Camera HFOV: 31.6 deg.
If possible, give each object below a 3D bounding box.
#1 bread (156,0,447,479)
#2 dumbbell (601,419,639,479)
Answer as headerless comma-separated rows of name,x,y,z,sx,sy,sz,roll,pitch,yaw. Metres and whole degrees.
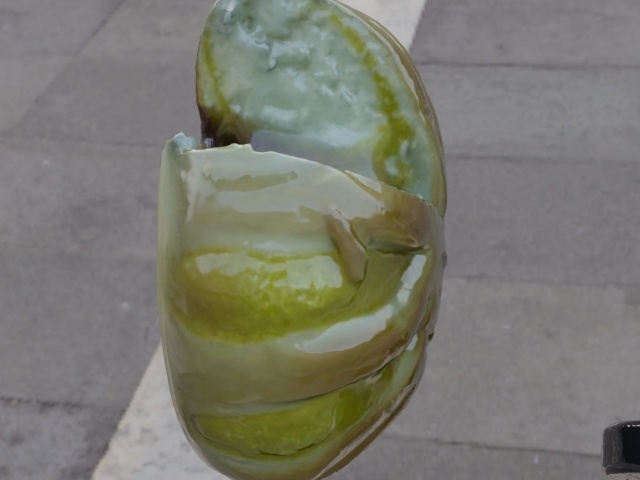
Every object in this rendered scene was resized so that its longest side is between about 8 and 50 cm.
bread,0.000,0.000,0.714,0.160,0.333,0.333,2,35,6
dumbbell,0.238,0.220,0.755,0.100,0.100,0.191,1,73,9
